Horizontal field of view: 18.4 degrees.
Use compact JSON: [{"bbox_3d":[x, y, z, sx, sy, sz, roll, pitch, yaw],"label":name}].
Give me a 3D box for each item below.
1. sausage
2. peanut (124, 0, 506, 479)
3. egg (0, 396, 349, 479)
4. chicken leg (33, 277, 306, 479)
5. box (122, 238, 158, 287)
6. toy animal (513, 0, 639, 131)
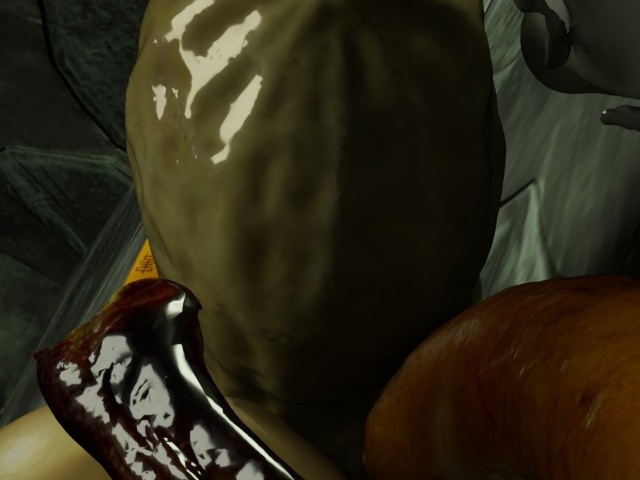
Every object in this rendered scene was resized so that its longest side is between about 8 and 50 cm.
[{"bbox_3d":[0.081,0.060,0.604,0.103,0.076,0.302,-61,10,-5],"label":"sausage"},{"bbox_3d":[-0.003,0.003,0.781,0.159,0.143,0.291,-60,-21,-43],"label":"peanut"},{"bbox_3d":[-0.065,0.169,0.665,0.201,0.201,0.244,-54,14,33],"label":"egg"},{"bbox_3d":[0.006,0.144,0.491,0.407,0.158,0.096,-111,34,-55],"label":"chicken leg"},{"bbox_3d":[-0.058,0.101,0.992,0.152,0.070,0.237,2,56,33],"label":"box"},{"bbox_3d":[0.153,-0.207,0.739,0.247,0.183,0.310,-38,18,53],"label":"toy animal"}]
